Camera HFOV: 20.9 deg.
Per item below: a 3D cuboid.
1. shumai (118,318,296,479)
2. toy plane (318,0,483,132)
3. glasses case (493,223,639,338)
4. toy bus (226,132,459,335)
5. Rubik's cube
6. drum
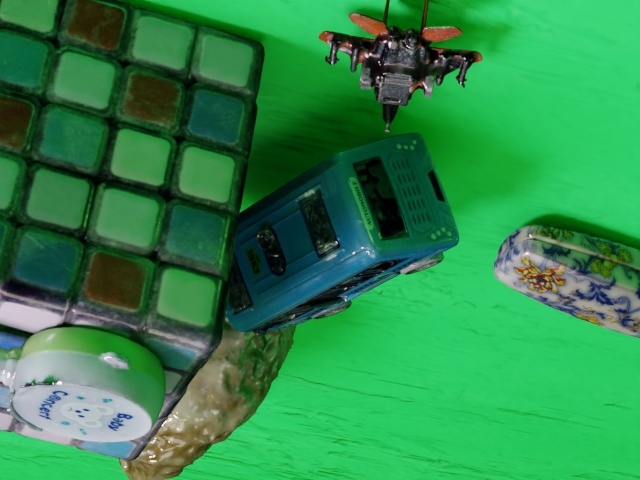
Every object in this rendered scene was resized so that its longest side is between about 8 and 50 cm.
[{"bbox_3d":[-0.169,0.100,1.744,0.261,0.225,0.222,-29,118,25],"label":"shumai"},{"bbox_3d":[0.060,-0.130,1.392,0.130,0.061,0.189,7,151,0],"label":"toy plane"},{"bbox_3d":[0.284,0.045,1.651,0.248,0.065,0.087,19,147,-18],"label":"glasses case"},{"bbox_3d":[0.000,0.000,1.539,0.134,0.113,0.246,-13,169,-41],"label":"toy bus"},{"bbox_3d":[-0.230,-0.018,1.433,0.293,0.286,0.292,14,151,-10],"label":"Rubik's cube"},{"bbox_3d":[-0.229,0.085,1.270,0.253,0.049,0.130,25,146,-28],"label":"drum"}]
